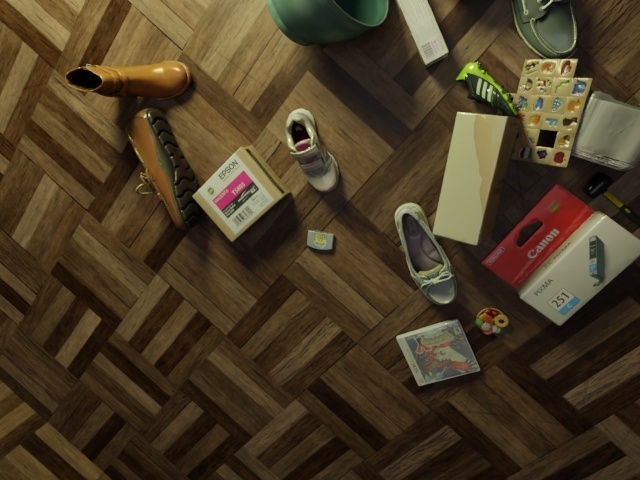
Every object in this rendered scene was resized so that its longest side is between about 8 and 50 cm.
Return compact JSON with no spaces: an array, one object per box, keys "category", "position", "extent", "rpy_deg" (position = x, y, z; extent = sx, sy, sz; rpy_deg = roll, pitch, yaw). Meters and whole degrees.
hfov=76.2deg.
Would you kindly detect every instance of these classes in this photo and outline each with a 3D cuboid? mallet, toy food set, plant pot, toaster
[{"category":"mallet","position":[0.765,-0.101,1.035],"extent":[0.190,0.039,0.062],"rpy_deg":[32,109,-2]},{"category":"toy food set","position":[0.503,0.238,1.203],"extent":[0.083,0.020,0.082],"rpy_deg":[37,111,1]},{"category":"plant pot","position":[-0.006,-0.595,0.971],"extent":[0.196,0.293,0.293],"rpy_deg":[-17,102,45]},{"category":"toaster","position":[0.666,-0.259,0.961],"extent":[0.227,0.129,0.146],"rpy_deg":[21,112,9]}]

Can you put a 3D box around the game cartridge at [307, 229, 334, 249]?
[{"category":"game cartridge","position":[0.000,0.000,1.263],"extent":[0.083,0.017,0.056],"rpy_deg":[9,112,12]}]

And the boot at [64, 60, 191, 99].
[{"category":"boot","position":[-0.538,-0.461,1.153],"extent":[0.284,0.220,0.109],"rpy_deg":[4,107,13]}]

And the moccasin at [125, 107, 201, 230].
[{"category":"moccasin","position":[-0.492,-0.207,1.262],"extent":[0.147,0.139,0.380],"rpy_deg":[-19,103,25]}]

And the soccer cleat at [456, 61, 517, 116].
[{"category":"soccer cleat","position":[0.418,-0.368,1.025],"extent":[0.179,0.060,0.072],"rpy_deg":[53,127,10]}]

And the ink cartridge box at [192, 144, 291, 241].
[{"category":"ink cartridge box","position":[-0.241,-0.141,1.244],"extent":[0.235,0.088,0.193],"rpy_deg":[-39,95,21]}]

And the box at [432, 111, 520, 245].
[{"category":"box","position":[0.392,-0.157,1.035],"extent":[0.121,0.148,0.311],"rpy_deg":[18,112,33]}]

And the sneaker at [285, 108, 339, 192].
[{"category":"sneaker","position":[-0.034,-0.246,1.148],"extent":[0.103,0.111,0.252],"rpy_deg":[-26,98,20]}]

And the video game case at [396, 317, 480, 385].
[{"category":"video game case","position":[0.365,0.350,1.270],"extent":[0.201,0.023,0.183],"rpy_deg":[-23,99,19]}]

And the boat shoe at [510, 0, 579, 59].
[{"category":"boat shoe","position":[0.500,-0.560,0.928],"extent":[0.116,0.099,0.319],"rpy_deg":[-25,98,19]}]

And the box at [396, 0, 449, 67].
[{"category":"box","position":[0.223,-0.594,1.007],"extent":[0.067,0.063,0.324],"rpy_deg":[-25,99,18]}]

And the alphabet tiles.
[{"category":"alphabet tiles","position":[0.524,-0.311,0.986],"extent":[0.198,0.009,0.237],"rpy_deg":[24,114,44]}]

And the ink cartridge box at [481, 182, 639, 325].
[{"category":"ink cartridge box","position":[0.636,0.042,1.089],"extent":[0.261,0.066,0.296],"rpy_deg":[36,111,1]}]

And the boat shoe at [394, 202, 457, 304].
[{"category":"boat shoe","position":[0.296,0.048,1.155],"extent":[0.118,0.103,0.320],"rpy_deg":[-19,100,19]}]
